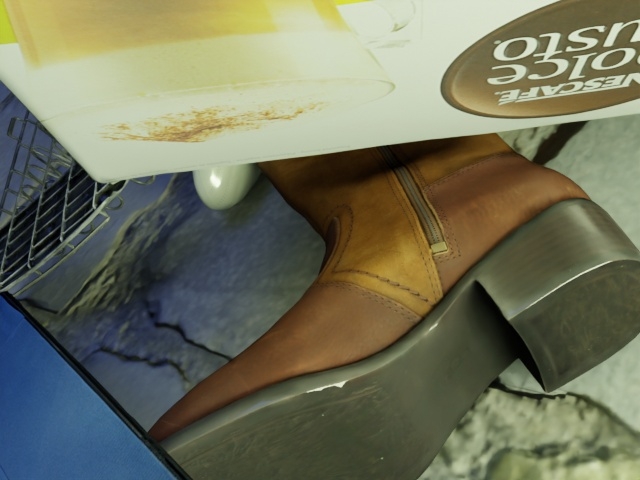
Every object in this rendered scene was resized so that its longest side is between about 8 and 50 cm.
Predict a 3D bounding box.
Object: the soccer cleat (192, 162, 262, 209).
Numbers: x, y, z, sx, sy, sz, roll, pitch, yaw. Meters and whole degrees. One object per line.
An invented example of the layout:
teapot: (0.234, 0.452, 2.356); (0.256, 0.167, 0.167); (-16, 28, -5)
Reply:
soccer cleat: (-0.037, -0.103, 0.684); (0.076, 0.068, 0.196); (-1, 47, 27)

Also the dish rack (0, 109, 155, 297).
dish rack: (-0.171, -0.078, 0.717); (0.208, 0.074, 0.271); (-35, 38, 31)

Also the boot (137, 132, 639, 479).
boot: (0.000, 0.000, 0.522); (0.264, 0.096, 0.280); (-34, 37, 3)

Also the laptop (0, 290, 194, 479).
laptop: (-0.300, 0.184, 0.389); (0.382, 0.408, 0.236); (20, 107, 57)

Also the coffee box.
coffee box: (0.017, -0.247, 0.386); (0.337, 0.334, 0.338); (-7, 74, 1)
